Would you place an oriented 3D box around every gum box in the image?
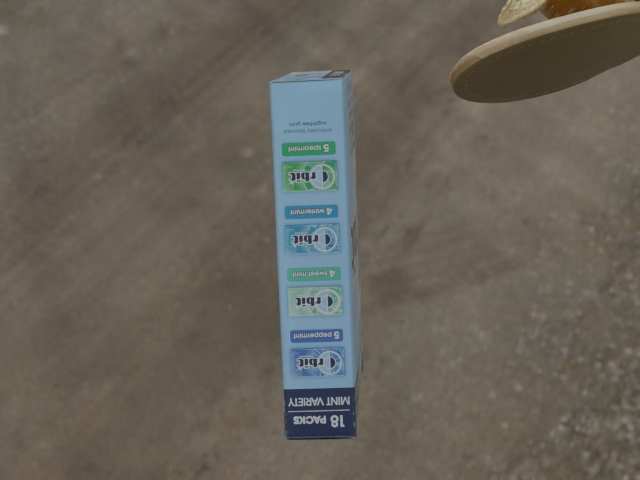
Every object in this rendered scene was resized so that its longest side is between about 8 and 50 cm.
[{"bbox_3d":[0.000,0.000,0.785,0.041,0.184,0.157,-3,9,3],"label":"gum box"}]

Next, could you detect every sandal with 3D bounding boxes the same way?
[{"bbox_3d":[0.160,-0.139,0.767,0.240,0.088,0.079,-14,74,-22],"label":"sandal"}]
